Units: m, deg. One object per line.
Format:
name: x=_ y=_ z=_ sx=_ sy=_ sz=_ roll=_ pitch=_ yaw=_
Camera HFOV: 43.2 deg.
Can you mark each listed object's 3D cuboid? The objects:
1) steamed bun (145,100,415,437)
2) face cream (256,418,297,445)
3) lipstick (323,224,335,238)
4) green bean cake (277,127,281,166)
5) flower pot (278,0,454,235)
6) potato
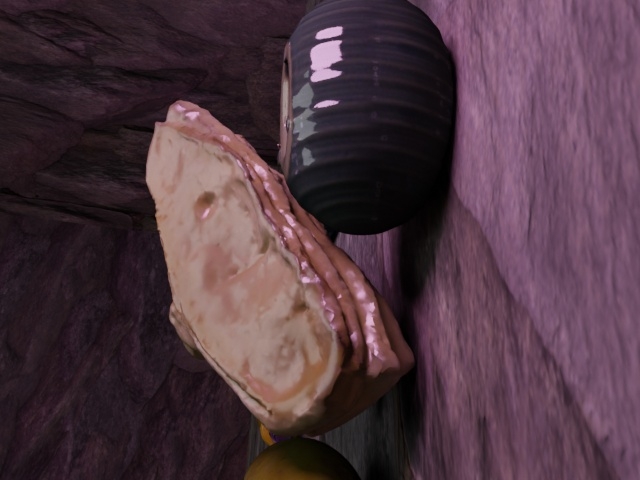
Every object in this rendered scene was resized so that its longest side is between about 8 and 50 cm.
steamed bun: x=-0.063 y=0.061 z=0.891 sx=0.247 sy=0.189 sz=0.428 roll=-52 pitch=53 yaw=15
face cream: x=-0.085 y=0.373 z=1.631 sx=0.273 sy=0.078 sz=0.078 roll=154 pitch=123 yaw=-82
lipstick: x=0.000 y=0.000 z=1.472 sx=0.234 sy=0.054 sz=0.053 roll=101 pitch=173 yaw=-59
green bean cake: x=-0.003 y=-0.219 z=1.404 sx=0.181 sy=0.094 sz=0.173 roll=-91 pitch=23 yaw=-54
flower pot: x=0.040 y=-0.125 z=0.789 sx=0.189 sy=0.157 sz=0.243 roll=122 pitch=148 yaw=-71
potato: x=-0.015 y=0.306 z=0.814 sx=0.228 sy=0.149 sz=0.197 roll=144 pitch=146 yaw=-79
